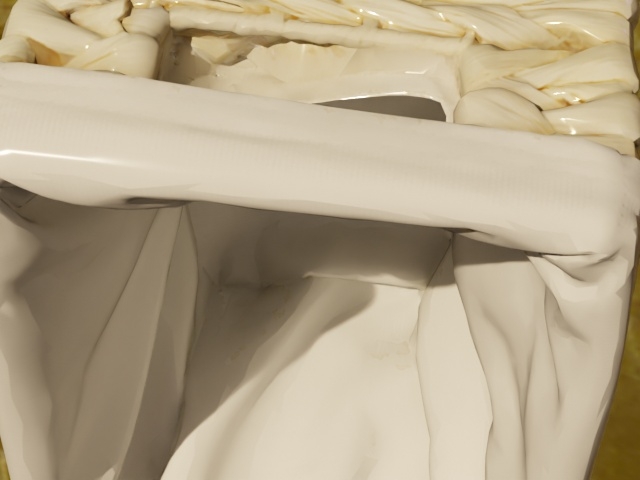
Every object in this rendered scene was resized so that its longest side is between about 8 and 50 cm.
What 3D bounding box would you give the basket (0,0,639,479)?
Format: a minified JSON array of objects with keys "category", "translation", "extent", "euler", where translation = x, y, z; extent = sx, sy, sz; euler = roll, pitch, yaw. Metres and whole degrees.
[{"category":"basket","translation":[0.000,0.000,0.396],"extent":[0.113,0.167,0.103],"euler":[7,54,3]}]
